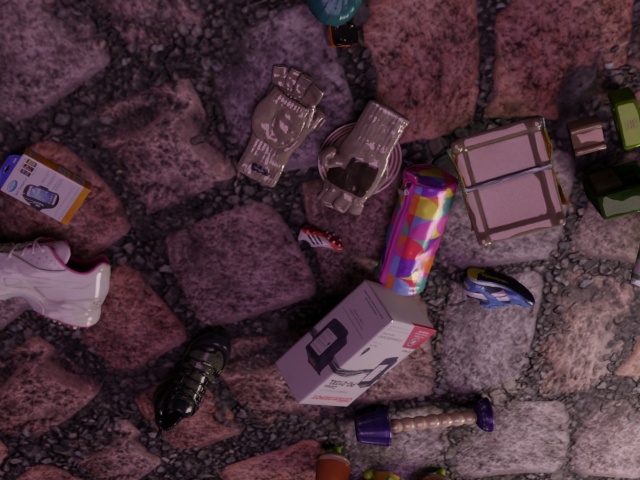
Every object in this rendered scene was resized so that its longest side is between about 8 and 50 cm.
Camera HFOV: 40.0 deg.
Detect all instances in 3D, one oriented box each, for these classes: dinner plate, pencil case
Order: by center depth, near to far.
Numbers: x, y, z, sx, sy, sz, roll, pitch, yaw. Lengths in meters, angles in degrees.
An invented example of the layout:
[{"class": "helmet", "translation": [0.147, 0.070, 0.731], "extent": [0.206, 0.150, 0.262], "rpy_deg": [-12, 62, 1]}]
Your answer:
[{"class": "dinner plate", "translation": [0.065, -0.136, 1.468], "extent": [0.141, 0.017, 0.141], "rpy_deg": [-3, 122, -5]}, {"class": "pencil case", "translation": [0.158, -0.020, 1.505], "extent": [0.104, 0.104, 0.236], "rpy_deg": [5, 121, -10]}]

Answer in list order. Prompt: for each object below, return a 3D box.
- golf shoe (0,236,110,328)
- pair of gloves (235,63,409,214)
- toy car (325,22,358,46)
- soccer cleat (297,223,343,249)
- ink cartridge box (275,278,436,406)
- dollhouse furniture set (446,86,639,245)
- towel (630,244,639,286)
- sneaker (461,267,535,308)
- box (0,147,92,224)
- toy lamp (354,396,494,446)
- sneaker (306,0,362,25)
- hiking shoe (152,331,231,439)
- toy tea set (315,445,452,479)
[{"class": "golf shoe", "translation": [-0.496, 0.039, 1.468], "extent": [0.306, 0.115, 0.140], "rpy_deg": [21, 107, -26]}, {"class": "pair of gloves", "translation": [0.003, -0.157, 1.416], "extent": [0.240, 0.042, 0.204], "rpy_deg": [20, 120, -3]}, {"class": "toy car", "translation": [0.012, -0.344, 1.331], "extent": [0.040, 0.060, 0.122], "rpy_deg": [-5, 115, 49]}, {"class": "soccer cleat", "translation": [0.000, 0.000, 1.541], "extent": [0.083, 0.029, 0.036], "rpy_deg": [22, 126, -16]}, {"class": "ink cartridge box", "translation": [0.063, 0.191, 1.584], "extent": [0.237, 0.100, 0.172], "rpy_deg": [-43, 149, 19]}, {"class": "dollhouse furniture set", "translation": [0.377, -0.128, 1.464], "extent": [0.301, 0.151, 0.198], "rpy_deg": [-15, 107, 13]}, {"class": "towel", "translation": [0.707, -0.034, 1.541], "extent": [0.247, 0.038, 0.325], "rpy_deg": [20, 103, -10]}, {"class": "sneaker", "translation": [0.327, 0.097, 1.628], "extent": [0.144, 0.053, 0.059], "rpy_deg": [20, 117, -8]}, {"class": "box", "translation": [-0.451, -0.091, 1.428], "extent": [0.136, 0.028, 0.081], "rpy_deg": [32, 113, -21]}, {"class": "toy lamp", "translation": [0.206, 0.364, 1.766], "extent": [0.274, 0.080, 0.080], "rpy_deg": [-8, 123, -3]}, {"class": "sneaker", "translation": [0.040, -0.436, 1.199], "extent": [0.108, 0.121, 0.302], "rpy_deg": [4, 116, -13]}, {"class": "hiking shoe", "translation": [-0.235, 0.272, 1.630], "extent": [0.086, 0.114, 0.227], "rpy_deg": [27, 115, -22]}, {"class": "toy tea set", "translation": [0.146, 0.512, 1.853], "extent": [0.336, 0.124, 0.200], "rpy_deg": [35, 142, -28]}]
